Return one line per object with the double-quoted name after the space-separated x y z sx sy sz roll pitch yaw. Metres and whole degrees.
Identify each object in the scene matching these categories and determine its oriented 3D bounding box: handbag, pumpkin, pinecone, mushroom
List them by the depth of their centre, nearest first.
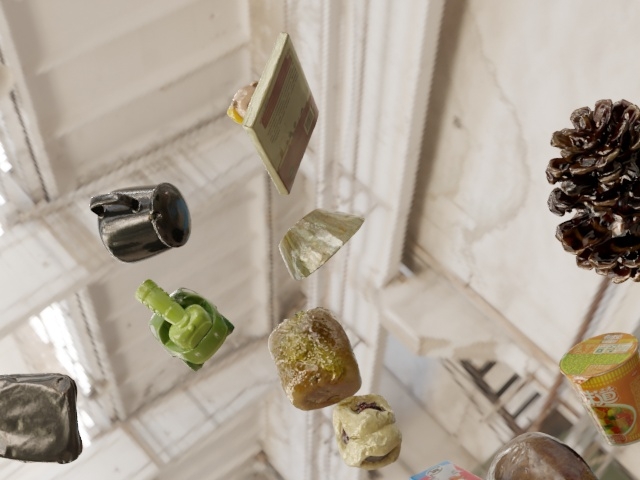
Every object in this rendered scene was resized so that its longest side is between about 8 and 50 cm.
0.443 -0.079 1.486 0.246 0.246 0.292 -45 -51 -4 "pinecone"
0.433 0.523 1.882 0.239 0.345 0.345 -33 -28 -37 "mushroom"
-0.648 0.370 2.096 0.075 0.332 0.192 -28 -66 -71 "handbag"
-0.012 -0.011 2.279 0.217 0.110 0.217 -46 5 5 "pumpkin"

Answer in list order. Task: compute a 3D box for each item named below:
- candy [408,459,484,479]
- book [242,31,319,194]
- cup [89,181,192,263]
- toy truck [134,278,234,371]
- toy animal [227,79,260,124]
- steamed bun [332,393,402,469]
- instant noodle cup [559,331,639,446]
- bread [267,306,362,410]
0.281 0.522 1.858 0.100 0.157 0.306 -22 5 -14 "candy"
-0.055 -0.187 1.532 0.232 0.022 0.162 61 -135 -64 "book"
-0.393 -0.048 2.166 0.176 0.169 0.223 -10 -23 25 "cup"
-0.297 0.177 2.178 0.148 0.187 0.210 -48 -26 -9 "toy truck"
-0.133 -0.289 2.070 0.114 0.091 0.082 -45 -19 -27 "toy animal"
0.111 0.425 2.225 0.140 0.172 0.155 -14 -9 -12 "steamed bun"
0.585 0.305 2.001 0.168 0.185 0.168 -24 14 6 "instant noodle cup"
-0.023 0.274 2.457 0.195 0.246 0.176 -23 -40 -4 "bread"
